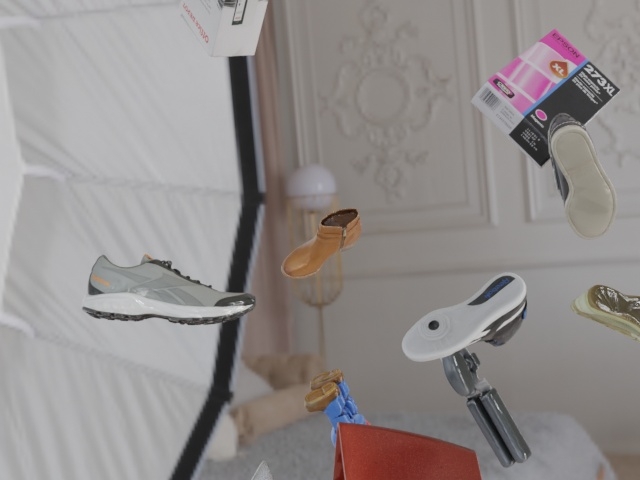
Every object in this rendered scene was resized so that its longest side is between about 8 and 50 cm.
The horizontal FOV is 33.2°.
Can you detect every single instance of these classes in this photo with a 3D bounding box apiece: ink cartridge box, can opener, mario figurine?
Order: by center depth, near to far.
[{"bbox_3d":[-0.148,-0.418,1.720,0.085,0.203,0.148,-8,46,-30],"label":"ink cartridge box"},{"bbox_3d":[0.436,-0.281,1.980,0.371,0.176,0.069,-39,-9,-45],"label":"ink cartridge box"},{"bbox_3d":[0.321,0.334,2.157,0.074,0.280,0.093,-30,3,44],"label":"can opener"},{"bbox_3d":[0.053,0.449,2.291,0.198,0.321,0.170,-38,14,-37],"label":"mario figurine"}]

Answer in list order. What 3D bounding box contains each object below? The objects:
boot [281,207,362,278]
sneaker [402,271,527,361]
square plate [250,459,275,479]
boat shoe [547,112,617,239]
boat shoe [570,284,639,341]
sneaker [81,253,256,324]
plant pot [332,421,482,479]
[{"bbox_3d":[0.000,0.000,2.320,0.197,0.073,0.152,-31,-18,-13],"label":"boot"},{"bbox_3d":[0.238,0.148,1.699,0.217,0.079,0.121,-30,-37,-2],"label":"sneaker"},{"bbox_3d":[-0.146,0.597,1.908,0.049,0.344,0.347,22,-24,17],"label":"square plate"},{"bbox_3d":[0.367,-0.091,1.517,0.075,0.206,0.065,-19,37,10],"label":"boat shoe"},{"bbox_3d":[0.419,0.106,1.486,0.153,0.056,0.048,19,-32,-23],"label":"boat shoe"},{"bbox_3d":[-0.233,0.078,1.688,0.271,0.108,0.100,6,-11,-11],"label":"sneaker"},{"bbox_3d":[0.151,0.478,1.795,0.235,0.267,0.267,-2,47,-5],"label":"plant pot"}]
